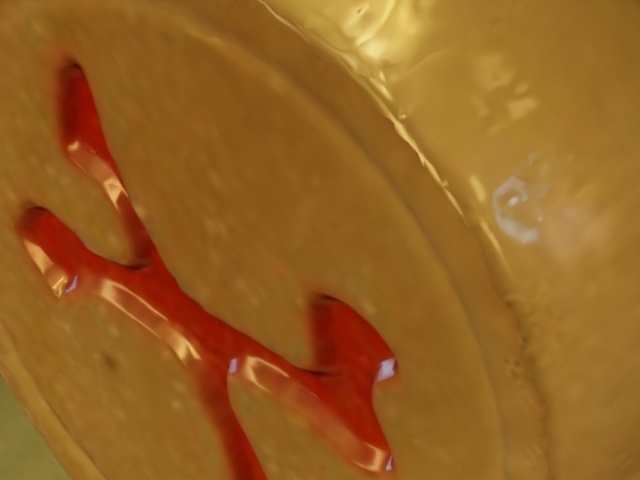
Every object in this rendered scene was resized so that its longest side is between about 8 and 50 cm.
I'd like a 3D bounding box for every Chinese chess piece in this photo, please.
[{"bbox_3d":[0.000,0.000,0.749,0.338,0.338,0.140,21,43,38],"label":"Chinese chess piece"}]
